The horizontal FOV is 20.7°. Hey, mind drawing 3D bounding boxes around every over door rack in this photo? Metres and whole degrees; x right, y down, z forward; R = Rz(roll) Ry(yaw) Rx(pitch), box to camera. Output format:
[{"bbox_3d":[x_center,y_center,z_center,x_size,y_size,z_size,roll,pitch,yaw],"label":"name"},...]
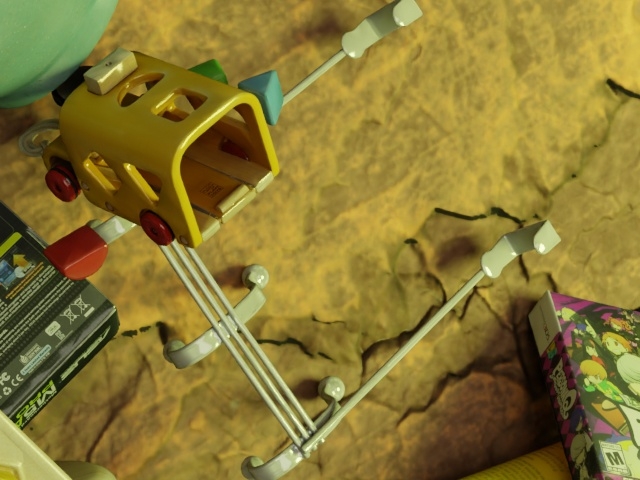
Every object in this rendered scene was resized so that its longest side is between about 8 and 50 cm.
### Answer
[{"bbox_3d":[0.000,0.000,1.357,0.324,0.108,0.239,-39,102,-25],"label":"over door rack"}]

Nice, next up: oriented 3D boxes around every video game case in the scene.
[{"bbox_3d":[0.296,0.148,1.429,0.232,0.210,0.042,13,129,-20],"label":"video game case"}]

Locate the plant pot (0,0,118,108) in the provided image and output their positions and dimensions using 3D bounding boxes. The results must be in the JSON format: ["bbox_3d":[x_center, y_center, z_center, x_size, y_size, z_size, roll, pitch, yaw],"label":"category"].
[{"bbox_3d":[-0.256,-0.204,1.185,0.196,0.293,0.293,28,79,-46],"label":"plant pot"}]

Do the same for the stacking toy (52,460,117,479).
[{"bbox_3d":[-0.190,0.335,1.272,0.141,0.141,0.330,-12,99,-20],"label":"stacking toy"}]

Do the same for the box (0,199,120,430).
[{"bbox_3d":[-0.307,0.077,1.217,0.216,0.060,0.270,41,74,10],"label":"box"}]

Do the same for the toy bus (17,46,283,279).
[{"bbox_3d":[-0.129,-0.080,1.216,0.202,0.191,0.104,-12,131,3],"label":"toy bus"}]

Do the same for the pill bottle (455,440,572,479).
[{"bbox_3d":[0.168,0.233,1.408,0.215,0.117,0.117,-18,96,-20],"label":"pill bottle"}]

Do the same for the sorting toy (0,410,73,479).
[{"bbox_3d":[-0.230,0.229,1.151,0.193,0.038,0.208,-45,112,-9],"label":"sorting toy"}]
